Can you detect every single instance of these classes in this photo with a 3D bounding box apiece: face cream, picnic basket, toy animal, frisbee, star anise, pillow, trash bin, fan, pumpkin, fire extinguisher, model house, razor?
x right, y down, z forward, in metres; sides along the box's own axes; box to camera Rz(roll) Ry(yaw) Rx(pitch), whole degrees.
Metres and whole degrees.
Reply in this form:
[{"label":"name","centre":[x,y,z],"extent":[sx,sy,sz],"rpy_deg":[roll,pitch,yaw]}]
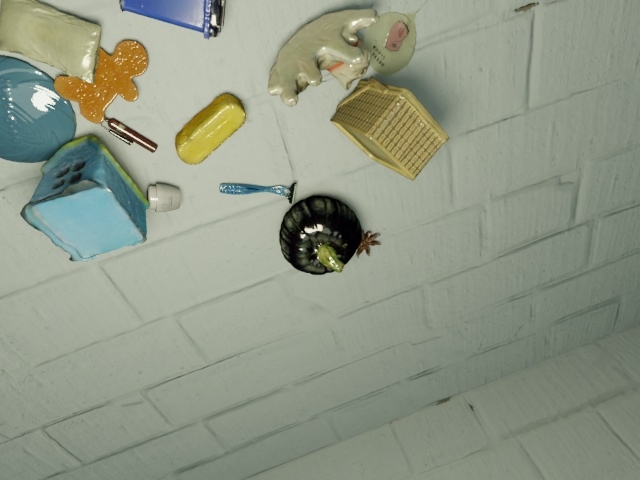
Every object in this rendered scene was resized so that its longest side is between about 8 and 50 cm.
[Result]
[{"label":"face cream","centre":[-0.495,-0.134,1.299],"extent":[0.095,0.091,0.091],"rpy_deg":[0,123,-27]},{"label":"picnic basket","centre":[0.198,-0.347,1.240],"extent":[0.228,0.313,0.175],"rpy_deg":[35,98,-31]},{"label":"toy animal","centre":[0.004,-0.479,1.167],"extent":[0.267,0.188,0.307],"rpy_deg":[15,81,10]},{"label":"frisbee","centre":[-0.816,-0.334,1.092],"extent":[0.290,0.049,0.289],"rpy_deg":[-8,125,-12]},{"label":"star anise","centre":[0.169,0.009,1.624],"extent":[0.141,0.042,0.140],"rpy_deg":[-10,125,-15]},{"label":"pillow","centre":[-0.666,-0.499,1.013],"extent":[0.230,0.050,0.148],"rpy_deg":[18,106,-16]},{"label":"trash bin","centre":[-0.349,-0.607,0.995],"extent":[0.235,0.162,0.183],"rpy_deg":[5,120,-13]},{"label":"fan","centre":[0.258,-0.647,1.237],"extent":[0.182,0.010,0.310],"rpy_deg":[33,109,-31]},{"label":"pumpkin","centre":[0.000,0.000,1.427],"extent":[0.296,0.295,0.295],"rpy_deg":[-8,124,-12]},{"label":"fire extinguisher","centre":[-0.565,-0.308,1.201],"extent":[0.173,0.035,0.049],"rpy_deg":[32,147,-32]},{"label":"model house","centre":[-0.620,-0.134,1.142],"extent":[0.216,0.303,0.237],"rpy_deg":[-17,137,3]},{"label":"razor","centre":[-0.211,-0.168,1.391],"extent":[0.254,0.042,0.081],"rpy_deg":[1,122,-15]}]

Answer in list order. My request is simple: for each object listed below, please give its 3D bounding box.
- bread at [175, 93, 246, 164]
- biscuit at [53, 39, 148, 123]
[{"label":"bread","centre":[-0.326,-0.329,1.223],"extent":[0.246,0.094,0.102],"rpy_deg":[-39,134,11]},{"label":"biscuit","centre":[-0.565,-0.434,1.102],"extent":[0.250,0.036,0.165],"rpy_deg":[-40,111,3]}]
